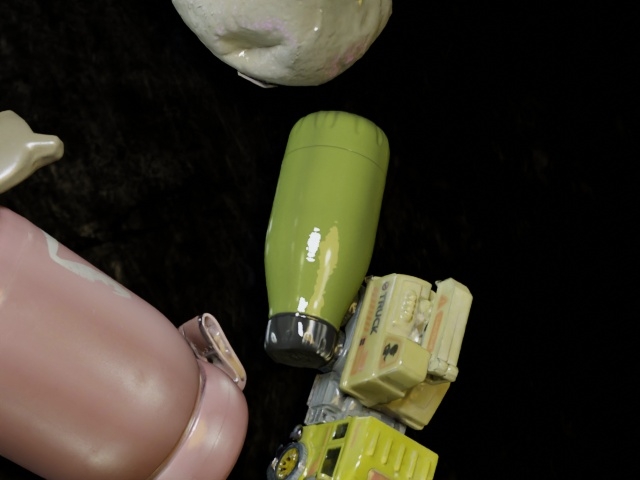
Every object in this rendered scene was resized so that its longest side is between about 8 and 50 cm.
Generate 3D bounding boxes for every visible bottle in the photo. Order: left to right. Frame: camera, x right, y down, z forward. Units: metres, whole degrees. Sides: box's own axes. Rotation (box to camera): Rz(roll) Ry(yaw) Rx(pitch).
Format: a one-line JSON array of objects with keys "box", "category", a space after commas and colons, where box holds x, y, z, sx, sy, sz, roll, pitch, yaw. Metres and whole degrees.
[{"box": [-0.196, 0.103, 0.944, 0.296, 0.173, 0.206, 36, 43, -25], "category": "bottle"}, {"box": [0.000, 0.000, 1.146, 0.112, 0.112, 0.260, 24, 63, -26], "category": "bottle"}]

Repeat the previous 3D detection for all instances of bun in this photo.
[{"box": [-0.034, -0.300, 1.193, 0.272, 0.168, 0.273, 14, 60, -26], "category": "bun"}]

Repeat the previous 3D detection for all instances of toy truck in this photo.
[{"box": [0.066, 0.156, 1.111, 0.124, 0.157, 0.272, 33, 58, -21], "category": "toy truck"}]

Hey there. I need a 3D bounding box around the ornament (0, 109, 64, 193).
[{"box": [-0.341, -0.030, 0.874, 0.230, 0.244, 0.061, -64, 150, -41], "category": "ornament"}]
